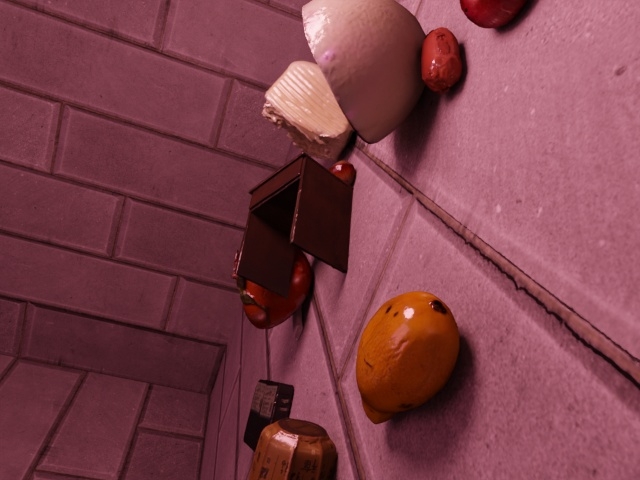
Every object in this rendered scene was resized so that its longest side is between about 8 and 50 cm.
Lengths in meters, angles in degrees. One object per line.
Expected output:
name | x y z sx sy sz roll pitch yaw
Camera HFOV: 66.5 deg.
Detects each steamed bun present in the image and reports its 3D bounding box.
steamed bun | -0.026 -0.398 1.564 0.274 0.290 0.272 -59 3 -16

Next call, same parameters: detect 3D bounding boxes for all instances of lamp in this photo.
lamp | -0.057 0.455 0.953 0.161 0.161 0.185 175 106 -76

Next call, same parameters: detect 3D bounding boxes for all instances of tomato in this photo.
tomato | -0.114 0.115 1.497 0.170 0.309 0.309 -7 62 36

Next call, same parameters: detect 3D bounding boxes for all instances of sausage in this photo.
sausage | 0.220 -0.332 0.896 0.076 0.076 0.141 125 157 -55

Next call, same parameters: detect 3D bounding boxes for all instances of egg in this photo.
egg | 0.114 -0.380 0.995 0.200 0.337 0.337 -27 35 21

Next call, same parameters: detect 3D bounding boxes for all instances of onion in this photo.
onion | 0.241 -0.402 0.736 0.150 0.140 0.150 178 90 -76

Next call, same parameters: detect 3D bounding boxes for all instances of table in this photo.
table | -0.070 -0.032 1.315 0.250 0.196 0.282 -26 44 40

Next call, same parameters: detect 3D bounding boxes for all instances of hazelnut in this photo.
hazelnut | 0.061 -0.185 1.388 0.086 0.086 0.087 -164 90 -77

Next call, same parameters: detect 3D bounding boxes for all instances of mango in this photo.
mango | 0.105 0.172 0.700 0.262 0.108 0.157 116 160 -43

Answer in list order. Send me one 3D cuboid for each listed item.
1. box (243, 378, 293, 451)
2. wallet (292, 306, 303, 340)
box | -0.164 0.542 1.512 0.350 0.058 0.212 142 144 -69
wallet | -0.074 0.252 1.541 0.122 0.025 0.061 -97 19 -58
